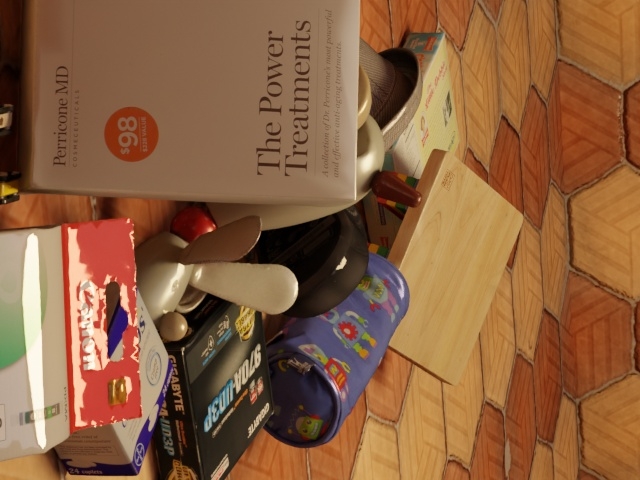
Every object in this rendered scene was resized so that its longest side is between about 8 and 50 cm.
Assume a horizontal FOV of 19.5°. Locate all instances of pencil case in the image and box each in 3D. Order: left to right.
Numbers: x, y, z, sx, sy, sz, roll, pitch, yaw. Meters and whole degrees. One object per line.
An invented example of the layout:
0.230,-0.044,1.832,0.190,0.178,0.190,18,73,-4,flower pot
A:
0.007,0.120,2.194,0.133,0.119,0.306,42,31,-4,pencil case

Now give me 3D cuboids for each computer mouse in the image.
0.000,0.000,1.940,0.072,0.188,0.272,48,17,-25,computer mouse

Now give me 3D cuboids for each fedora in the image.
-0.024,-0.144,1.971,0.124,0.275,0.244,47,61,-24,fedora

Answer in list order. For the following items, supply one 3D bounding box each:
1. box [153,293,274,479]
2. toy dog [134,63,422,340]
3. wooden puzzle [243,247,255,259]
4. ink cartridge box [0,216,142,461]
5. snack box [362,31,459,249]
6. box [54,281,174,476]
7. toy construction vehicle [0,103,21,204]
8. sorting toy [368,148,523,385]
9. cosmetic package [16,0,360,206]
-0.114,0.147,1.937,0.220,0.051,0.175,-49,136,-63,box
-0.037,-0.013,1.756,0.334,0.161,0.220,-51,160,8,toy dog
-0.082,-0.005,2.098,0.083,0.006,0.049,18,73,-70,wooden puzzle
-0.219,0.077,1.505,0.224,0.056,0.181,-7,97,-44,ink cartridge box
0.126,-0.135,2.619,0.322,0.060,0.187,-65,151,-50,snack box
-0.197,0.121,1.664,0.137,0.072,0.126,70,27,-44,box
-0.276,-0.067,1.499,0.098,0.035,0.086,-30,127,-68,toy construction vehicle
0.140,0.033,2.484,0.255,0.089,0.257,34,75,-54,sorting toy
-0.111,-0.222,1.597,0.097,0.284,0.377,172,-80,-75,cosmetic package
